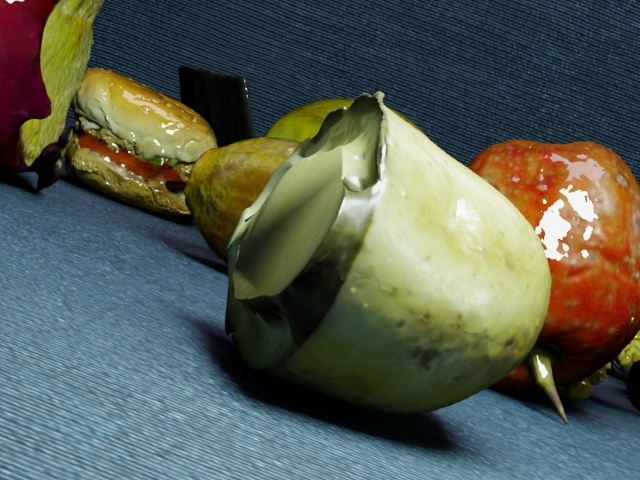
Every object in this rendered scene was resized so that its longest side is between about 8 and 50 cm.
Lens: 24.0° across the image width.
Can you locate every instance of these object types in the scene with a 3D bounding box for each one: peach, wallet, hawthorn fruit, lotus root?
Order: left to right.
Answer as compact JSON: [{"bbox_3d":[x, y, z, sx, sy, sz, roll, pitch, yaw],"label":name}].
[{"bbox_3d":[-0.379,-0.249,1.743,0.353,0.339,0.416,23,0,30],"label":"peach"},{"bbox_3d":[-0.148,-0.128,2.203,0.041,0.247,0.323,-12,14,-18],"label":"wallet"},{"bbox_3d":[-0.010,-0.019,1.696,0.291,0.193,0.193,17,3,6],"label":"lotus root"},{"bbox_3d":[0.227,0.023,1.558,0.258,0.258,0.262,28,51,25],"label":"hawthorn fruit"}]

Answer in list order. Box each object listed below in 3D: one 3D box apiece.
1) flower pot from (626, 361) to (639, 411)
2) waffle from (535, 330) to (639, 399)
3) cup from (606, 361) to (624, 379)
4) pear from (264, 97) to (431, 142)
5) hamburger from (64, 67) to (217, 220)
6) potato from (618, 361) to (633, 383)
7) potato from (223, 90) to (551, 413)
[{"bbox_3d":[0.440,0.186,1.829,0.111,0.111,0.089,19,17,-28],"label":"flower pot"},{"bbox_3d":[0.336,0.107,1.759,0.293,0.069,0.260,-6,15,-22],"label":"waffle"},{"bbox_3d":[0.503,0.144,2.305,0.200,0.191,0.253,20,-27,34],"label":"cup"},{"bbox_3d":[0.038,-0.075,2.167,0.283,0.284,0.283,21,3,-1],"label":"pear"},{"bbox_3d":[-0.248,-0.132,2.106,0.244,0.163,0.244,22,1,0],"label":"hamburger"},{"bbox_3d":[0.549,0.189,2.047,0.296,0.141,0.191,24,4,12],"label":"potato"},{"bbox_3d":[0.058,0.029,1.113,0.242,0.243,0.285,20,-15,-15],"label":"potato"}]
